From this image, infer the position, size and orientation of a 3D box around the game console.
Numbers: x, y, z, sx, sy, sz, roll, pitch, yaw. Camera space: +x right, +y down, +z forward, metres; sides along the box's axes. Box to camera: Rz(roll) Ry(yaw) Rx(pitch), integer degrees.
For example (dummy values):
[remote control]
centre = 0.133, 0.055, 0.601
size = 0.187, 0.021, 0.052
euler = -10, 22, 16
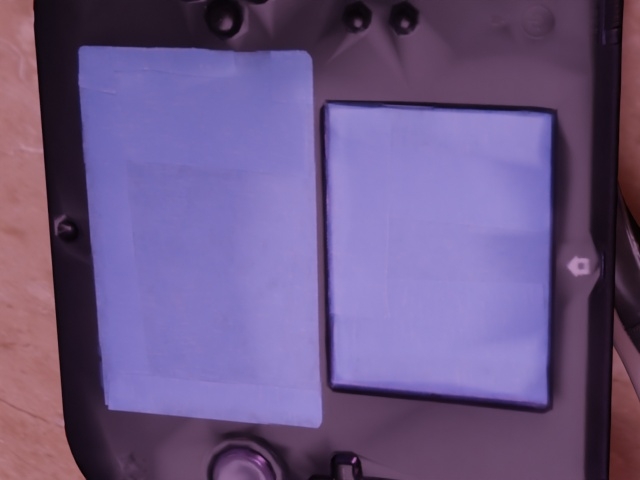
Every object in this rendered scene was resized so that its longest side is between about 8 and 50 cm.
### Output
[game console]
centre = 0.000, 0.000, 0.944
size = 0.342, 0.060, 0.387
euler = 5, 109, 21

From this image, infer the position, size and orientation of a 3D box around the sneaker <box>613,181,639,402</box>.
[sneaker]
centre = 0.232, 0.029, 0.987
size = 0.118, 0.083, 0.222
euler = -20, 118, 16
